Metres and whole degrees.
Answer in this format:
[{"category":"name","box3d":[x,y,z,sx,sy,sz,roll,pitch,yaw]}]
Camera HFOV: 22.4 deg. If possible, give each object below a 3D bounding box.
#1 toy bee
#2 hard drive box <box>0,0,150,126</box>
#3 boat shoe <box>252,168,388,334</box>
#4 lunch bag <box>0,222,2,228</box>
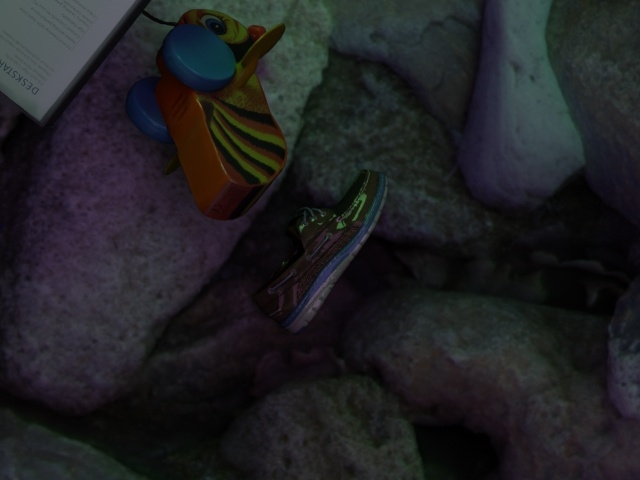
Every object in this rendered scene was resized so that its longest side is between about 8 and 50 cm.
[{"category":"toy bee","box3d":[-0.096,-0.161,1.507,0.162,0.195,0.298,-9,80,-43]},{"category":"hard drive box","box3d":[-0.237,-0.243,1.403,0.181,0.089,0.232,39,92,-6]},{"category":"boat shoe","box3d":[0.000,0.000,1.583,0.066,0.066,0.183,34,79,-14]},{"category":"lunch bag","box3d":[-0.458,0.039,1.387,0.221,0.138,0.293,34,89,3]}]
